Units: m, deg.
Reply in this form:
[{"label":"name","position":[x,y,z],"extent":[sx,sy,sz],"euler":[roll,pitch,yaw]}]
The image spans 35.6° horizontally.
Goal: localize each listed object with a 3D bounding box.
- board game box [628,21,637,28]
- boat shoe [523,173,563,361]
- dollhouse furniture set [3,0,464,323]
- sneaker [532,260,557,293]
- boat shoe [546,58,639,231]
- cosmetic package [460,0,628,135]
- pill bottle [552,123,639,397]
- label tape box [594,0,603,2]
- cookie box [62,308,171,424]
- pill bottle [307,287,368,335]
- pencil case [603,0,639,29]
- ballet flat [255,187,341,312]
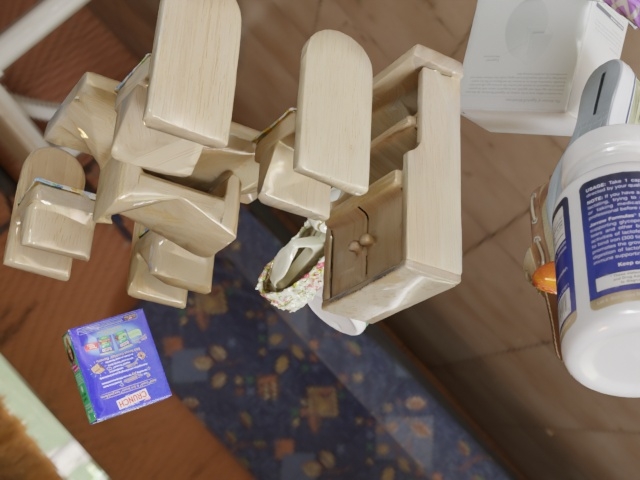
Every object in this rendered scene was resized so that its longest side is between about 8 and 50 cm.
[{"label":"board game box","position":[0.566,-0.435,1.872],"extent":[0.090,0.020,0.090],"euler":[49,-161,2]},{"label":"boat shoe","position":[0.378,0.042,1.528],"extent":[0.123,0.324,0.116],"euler":[26,148,-33]},{"label":"dollhouse furniture set","position":[-0.060,-0.099,0.994],"extent":[0.394,0.256,0.362],"euler":[17,152,-28]},{"label":"sneaker","position":[0.351,0.022,1.251],"extent":[0.064,0.175,0.067],"euler":[-91,-18,-51]},{"label":"boat shoe","position":[0.413,-0.123,1.432],"extent":[0.094,0.302,0.109],"euler":[32,158,-21]},{"label":"cosmetic package","position":[0.369,-0.300,1.676],"extent":[0.224,0.225,0.138],"euler":[10,171,42]},{"label":"pill bottle","position":[0.319,0.014,1.032],"extent":[0.153,0.153,0.265],"euler":[58,-151,-45]},{"label":"label tape box","position":[0.301,-0.455,1.305],"extent":[0.115,0.347,0.249],"euler":[33,118,43]},{"label":"cookie box","position":[-0.232,0.143,1.134],"extent":[0.040,0.092,0.107],"euler":[-37,71,62]},{"label":"pill bottle","position":[0.079,0.049,1.695],"extent":[0.117,0.208,0.117],"euler":[32,158,15]},{"label":"pencil case","position":[0.384,-0.266,1.111],"extent":[0.088,0.086,0.206],"euler":[-6,-137,-45]},{"label":"ballet flat","position":[0.000,0.000,1.299],"extent":[0.077,0.241,0.091],"euler":[14,-151,-46]}]
